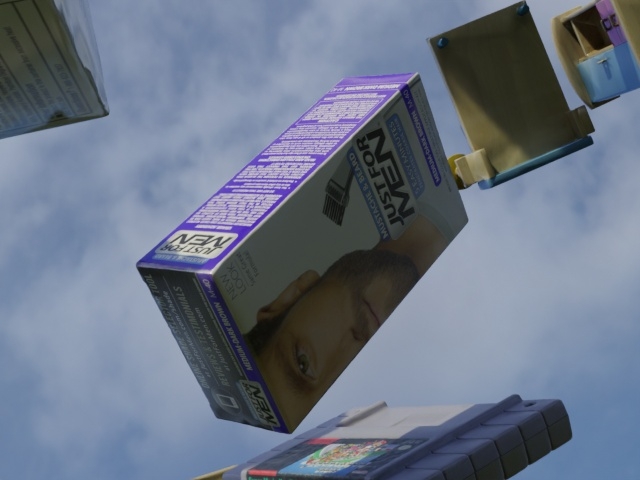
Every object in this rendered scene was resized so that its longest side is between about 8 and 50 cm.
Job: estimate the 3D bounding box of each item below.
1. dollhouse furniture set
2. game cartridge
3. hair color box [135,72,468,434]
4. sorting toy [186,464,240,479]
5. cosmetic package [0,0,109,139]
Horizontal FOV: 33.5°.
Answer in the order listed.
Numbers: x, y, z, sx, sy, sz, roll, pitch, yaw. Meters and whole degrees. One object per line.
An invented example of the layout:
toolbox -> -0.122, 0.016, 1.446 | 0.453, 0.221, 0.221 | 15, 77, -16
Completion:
dollhouse furniture set -> 0.235, -0.236, 1.322 | 0.303, 0.198, 0.286 | -25, -87, -8
game cartridge -> 0.069, 0.236, 1.170 | 0.230, 0.068, 0.355 | -15, 0, -37
hair color box -> 0.000, 0.000, 1.021 | 0.110, 0.339, 0.185 | 5, -51, 42
sorting toy -> -0.193, 0.382, 1.279 | 0.307, 0.229, 0.041 | -14, -58, -19
cosmetic package -> -0.269, -0.112, 0.513 | 0.296, 0.129, 0.153 | -13, -16, -5
